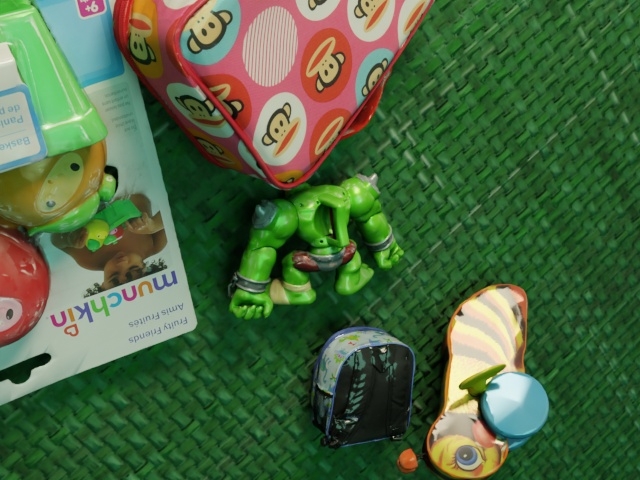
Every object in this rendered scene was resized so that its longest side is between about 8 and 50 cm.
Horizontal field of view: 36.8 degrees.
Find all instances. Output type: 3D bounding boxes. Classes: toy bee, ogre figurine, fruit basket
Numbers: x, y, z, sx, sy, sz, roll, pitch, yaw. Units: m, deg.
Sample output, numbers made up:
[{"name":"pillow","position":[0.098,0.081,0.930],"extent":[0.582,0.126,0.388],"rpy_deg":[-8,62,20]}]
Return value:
[{"name":"toy bee","position":[0.160,0.191,1.021],"extent":[0.162,0.298,0.195],"rpy_deg":[-3,136,-3]},{"name":"ogre figurine","position":[0.000,0.000,0.951],"extent":[0.197,0.097,0.118],"rpy_deg":[-6,119,-13]},{"name":"fruit basket","position":[-0.278,-0.010,0.774],"extent":[0.327,0.165,0.353],"rpy_deg":[-20,116,-20]}]

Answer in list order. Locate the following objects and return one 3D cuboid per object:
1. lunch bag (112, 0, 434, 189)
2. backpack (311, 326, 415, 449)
[{"name":"lunch bag","position":[-0.013,-0.197,0.834],"extent":[0.293,0.120,0.258],"rpy_deg":[-54,139,-16]},{"name":"backpack","position":[0.041,0.148,1.017],"extent":[0.105,0.084,0.114],"rpy_deg":[-1,110,-27]}]
